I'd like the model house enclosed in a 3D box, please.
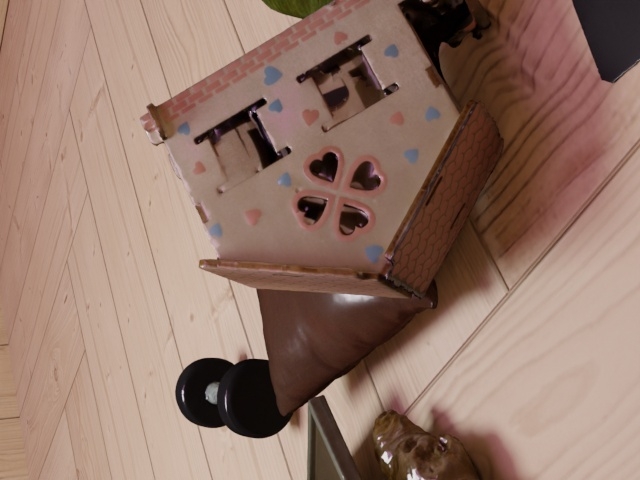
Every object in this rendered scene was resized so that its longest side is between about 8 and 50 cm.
[{"bbox_3d":[0.034,-0.066,0.837,0.326,0.169,0.244,-29,70,9],"label":"model house"}]

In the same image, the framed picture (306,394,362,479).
[{"bbox_3d":[0.049,0.349,0.975,0.240,0.020,0.324,91,158,-45],"label":"framed picture"}]

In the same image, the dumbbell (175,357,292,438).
[{"bbox_3d":[-0.116,0.205,1.265,0.191,0.100,0.100,-12,80,60],"label":"dumbbell"}]

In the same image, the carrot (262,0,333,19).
[{"bbox_3d":[0.006,-0.271,1.067,0.358,0.074,0.074,-143,57,-59],"label":"carrot"}]

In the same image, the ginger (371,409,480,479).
[{"bbox_3d":[0.124,0.299,0.857,0.166,0.080,0.333,109,145,-62],"label":"ginger"}]

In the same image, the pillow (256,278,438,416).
[{"bbox_3d":[0.000,0.000,1.033,0.305,0.108,0.307,-48,50,47],"label":"pillow"}]

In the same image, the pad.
[{"bbox_3d":[0.242,-0.200,0.697,0.157,0.003,0.112,-44,53,53],"label":"pad"}]
